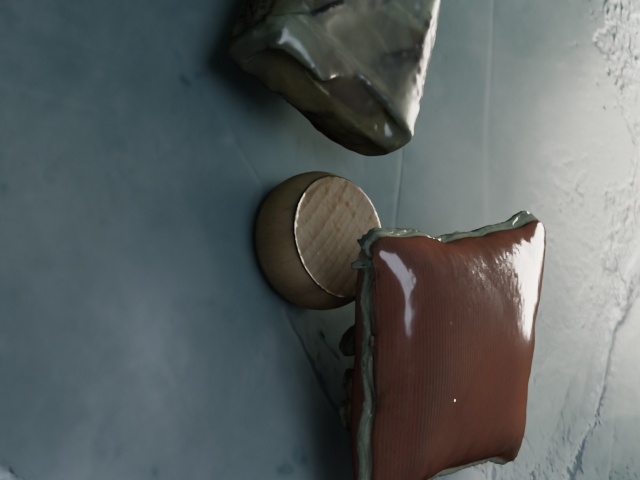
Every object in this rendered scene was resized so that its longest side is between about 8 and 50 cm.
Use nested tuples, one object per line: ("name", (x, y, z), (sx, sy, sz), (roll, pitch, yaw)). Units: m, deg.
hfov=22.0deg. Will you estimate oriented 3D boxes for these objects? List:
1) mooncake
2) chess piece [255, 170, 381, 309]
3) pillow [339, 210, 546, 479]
("mooncake", (0.011, -0.123, 0.994), (0.130, 0.073, 0.125), (38, 60, -30))
("chess piece", (0.000, 0.000, 0.982), (0.084, 0.038, 0.083), (14, 70, -43))
("pillow", (0.073, 0.069, 1.000), (0.179, 0.075, 0.171), (-9, 105, -51))
